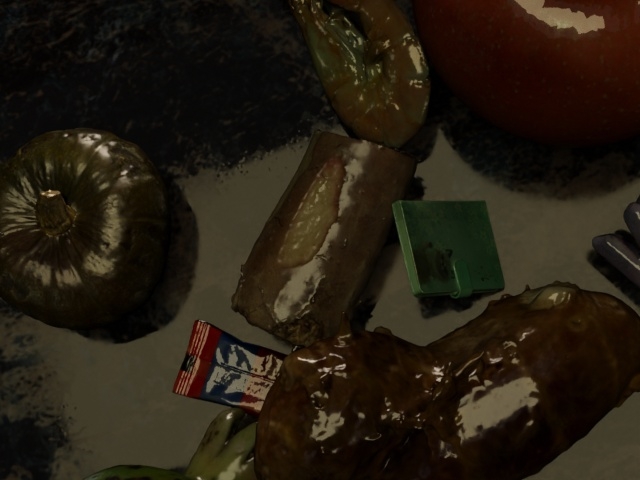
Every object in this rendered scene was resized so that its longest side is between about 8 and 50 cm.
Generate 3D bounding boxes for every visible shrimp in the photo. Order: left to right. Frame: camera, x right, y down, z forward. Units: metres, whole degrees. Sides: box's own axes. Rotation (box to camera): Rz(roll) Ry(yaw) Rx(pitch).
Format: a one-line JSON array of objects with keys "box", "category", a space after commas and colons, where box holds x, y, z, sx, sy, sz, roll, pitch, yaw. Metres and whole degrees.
[{"box": [0.030, -0.217, 1.511, 0.061, 0.145, 0.267, -11, 57, -36], "category": "shrimp"}]

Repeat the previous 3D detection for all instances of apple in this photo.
[{"box": [0.261, -0.259, 1.400, 0.349, 0.277, 0.348, -1, 81, 7], "category": "apple"}]

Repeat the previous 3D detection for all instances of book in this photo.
[{"box": [0.133, 0.009, 1.455, 0.017, 0.135, 0.103, -23, 75, 43], "category": "book"}]

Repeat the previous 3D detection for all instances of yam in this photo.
[{"box": [0.002, 0.001, 1.466, 0.128, 0.129, 0.238, 24, 87, 23], "category": "yam"}]

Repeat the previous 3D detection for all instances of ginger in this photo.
[{"box": [0.117, 0.148, 1.372, 0.418, 0.176, 0.254, -30, 114, -2], "category": "ginger"}]

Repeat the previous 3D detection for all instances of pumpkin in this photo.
[{"box": [-0.255, -0.015, 1.484, 0.219, 0.162, 0.219, -2, 77, 9], "category": "pumpkin"}]

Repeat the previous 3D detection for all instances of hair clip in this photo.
[{"box": [0.363, 0.074, 1.426, 0.090, 0.137, 0.278, -10, 66, -38], "category": "hair clip"}]

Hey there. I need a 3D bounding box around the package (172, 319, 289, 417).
[{"box": [-0.053, 0.152, 1.500, 0.200, 0.022, 0.083, 18, 83, 10], "category": "package"}]

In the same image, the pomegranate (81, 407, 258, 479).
[{"box": [-0.150, 0.295, 1.378, 0.242, 0.242, 0.306, 32, 85, 11], "category": "pomegranate"}]
